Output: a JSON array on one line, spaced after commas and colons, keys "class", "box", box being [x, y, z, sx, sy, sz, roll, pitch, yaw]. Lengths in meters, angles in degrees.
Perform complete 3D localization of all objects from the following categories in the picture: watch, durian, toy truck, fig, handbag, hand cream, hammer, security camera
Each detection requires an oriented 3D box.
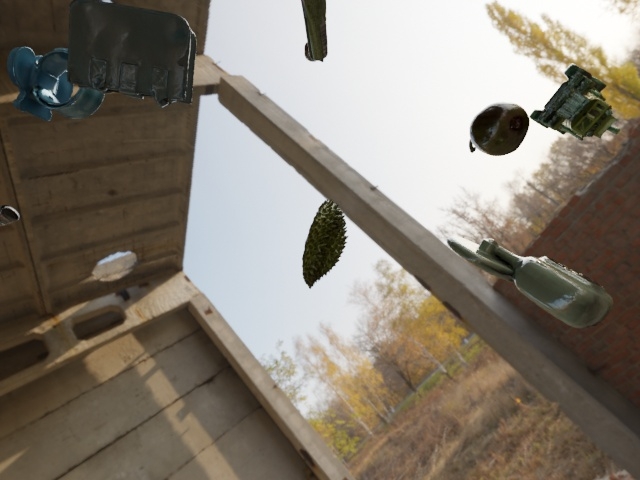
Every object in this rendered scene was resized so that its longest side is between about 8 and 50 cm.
[{"class": "watch", "box": [-0.714, -0.423, 1.125, 0.211, 0.193, 0.211, 10, -90, -84]}, {"class": "durian", "box": [0.005, -0.006, 1.539, 0.169, 0.157, 0.356, -28, 37, 61]}, {"class": "toy truck", "box": [0.555, -0.272, 0.851, 0.259, 0.135, 0.128, -8, -41, -47]}, {"class": "fig", "box": [0.405, -0.258, 0.984, 0.124, 0.124, 0.236, -46, 4, 0]}, {"class": "handbag", "box": [-0.372, -0.364, 0.809, 0.062, 0.228, 0.180, -122, 38, -82]}, {"class": "hand cream", "box": [-0.013, -0.593, 1.094, 0.086, 0.055, 0.235, -41, -28, -18]}, {"class": "hammer", "box": [-0.860, -0.009, 0.921, 0.426, 0.044, 0.152, -17, -44, 18]}, {"class": "security camera", "box": [0.377, 0.051, 0.760, 0.157, 0.301, 0.080, 6, -66, -45]}]

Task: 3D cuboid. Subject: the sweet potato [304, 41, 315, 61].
[{"class": "sweet potato", "box": [-0.021, -0.656, 1.380, 0.051, 0.065, 0.218, -57, 14, 1]}]
